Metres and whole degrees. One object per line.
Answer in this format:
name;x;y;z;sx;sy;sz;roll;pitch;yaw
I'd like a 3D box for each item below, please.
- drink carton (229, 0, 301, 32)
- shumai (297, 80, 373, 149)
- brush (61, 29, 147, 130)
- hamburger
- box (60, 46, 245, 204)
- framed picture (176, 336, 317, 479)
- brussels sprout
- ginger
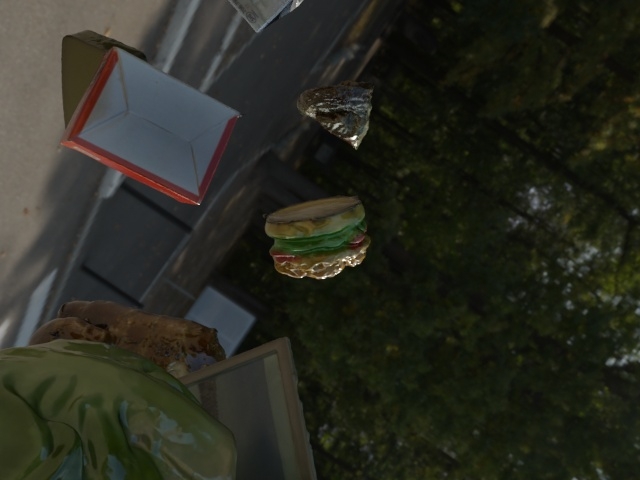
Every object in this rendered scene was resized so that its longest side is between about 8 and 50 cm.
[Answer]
drink carton;-0.083;-0.458;1.330;0.102;0.134;0.222;-38;-169;31
shumai;0.032;-0.217;1.300;0.123;0.105;0.139;-4;151;-32
brush;-0.326;-0.212;1.181;0.059;0.123;0.197;-48;158;-47
hamburger;0.000;0.000;1.643;0.237;0.148;0.237;-11;-169;2
box;-0.210;-0.138;0.972;0.099;0.182;0.133;15;-99;65
framed picture;-0.103;0.266;0.834;0.213;0.016;0.289;-23;-125;14
brussels sprout;-0.236;0.247;0.685;0.328;0.328;0.247;-55;-166;-2
ginger;-0.390;0.234;1.531;0.254;0.418;0.176;-49;149;-61
